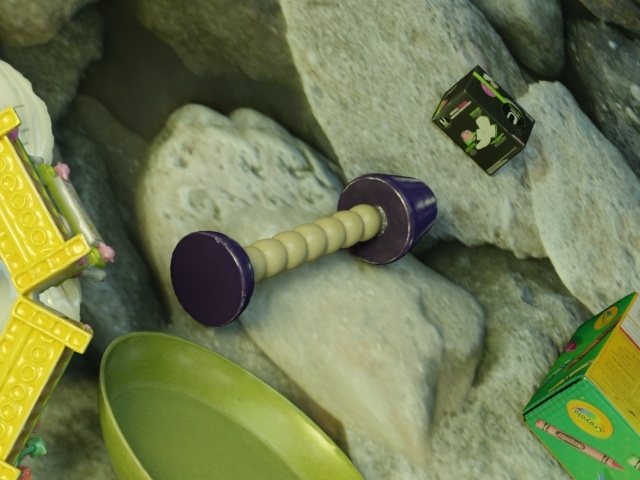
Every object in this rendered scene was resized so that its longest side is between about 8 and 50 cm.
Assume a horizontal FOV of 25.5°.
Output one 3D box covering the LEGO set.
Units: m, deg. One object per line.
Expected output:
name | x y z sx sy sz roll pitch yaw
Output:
LEGO set | -0.177 0.042 0.807 0.107 0.132 0.287 37 45 -81

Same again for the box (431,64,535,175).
box | 0.161 -0.119 1.391 0.083 0.052 0.062 43 36 -11

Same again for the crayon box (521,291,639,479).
crayon box | 0.318 0.200 1.244 0.278 0.081 0.165 49 37 0

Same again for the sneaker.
sneaker | -0.227 -0.029 0.886 0.115 0.090 0.232 3 55 -40

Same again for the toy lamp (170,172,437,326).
toy lamp | 0.000 0.000 1.103 0.274 0.080 0.080 -21 74 -49

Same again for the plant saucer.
plant saucer | -0.049 0.153 0.892 0.241 0.037 0.241 37 15 -12
